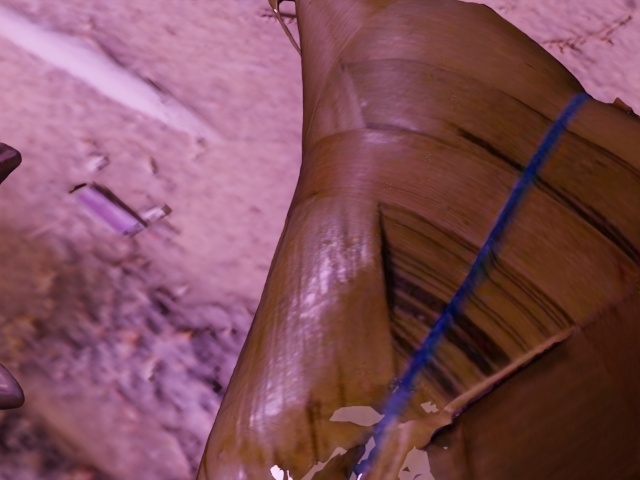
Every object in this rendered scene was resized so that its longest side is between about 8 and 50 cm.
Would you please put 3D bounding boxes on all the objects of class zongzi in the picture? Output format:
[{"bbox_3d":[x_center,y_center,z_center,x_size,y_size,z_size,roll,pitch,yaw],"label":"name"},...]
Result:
[{"bbox_3d":[0.000,0.000,0.572,0.289,0.123,0.260,38,47,26],"label":"zongzi"}]

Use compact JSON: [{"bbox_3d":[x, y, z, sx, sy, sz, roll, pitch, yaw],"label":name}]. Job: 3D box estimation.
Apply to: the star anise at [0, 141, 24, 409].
[{"bbox_3d":[-0.185,-0.006,0.515,0.197,0.073,0.212,-20,63,-32],"label":"star anise"}]
